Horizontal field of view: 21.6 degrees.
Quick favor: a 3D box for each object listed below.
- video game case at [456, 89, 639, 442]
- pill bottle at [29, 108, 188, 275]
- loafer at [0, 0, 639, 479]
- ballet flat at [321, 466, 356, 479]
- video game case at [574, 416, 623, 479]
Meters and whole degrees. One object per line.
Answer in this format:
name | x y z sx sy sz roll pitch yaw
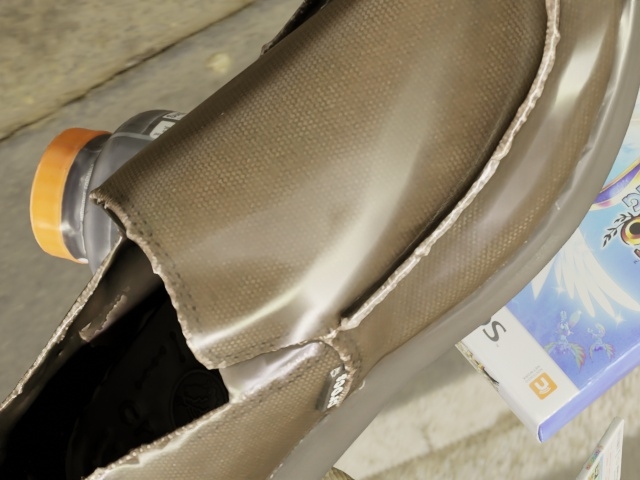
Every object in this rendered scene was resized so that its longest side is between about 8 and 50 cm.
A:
video game case | 0.184 -0.030 1.231 0.269 0.061 0.244 -39 70 -6
pill bottle | -0.059 -0.011 1.061 0.246 0.130 0.130 11 103 22
loafer | -0.008 0.000 0.387 0.080 0.078 0.220 49 117 34
ballet flat | 0.028 0.208 0.999 0.084 0.058 0.250 -46 126 -5
video game case | 0.264 0.240 1.628 0.011 0.122 0.087 17 133 25
